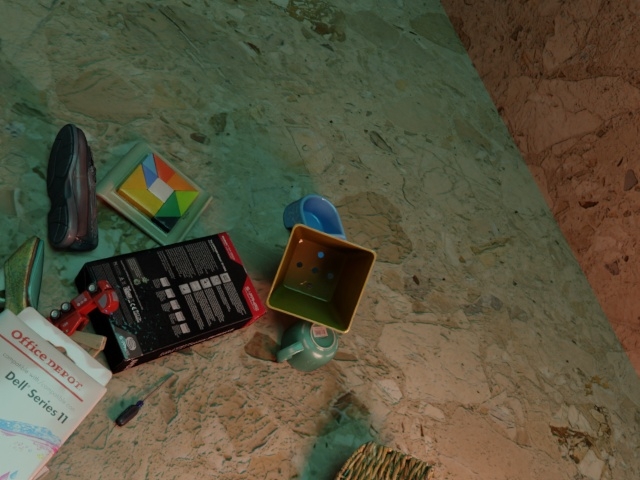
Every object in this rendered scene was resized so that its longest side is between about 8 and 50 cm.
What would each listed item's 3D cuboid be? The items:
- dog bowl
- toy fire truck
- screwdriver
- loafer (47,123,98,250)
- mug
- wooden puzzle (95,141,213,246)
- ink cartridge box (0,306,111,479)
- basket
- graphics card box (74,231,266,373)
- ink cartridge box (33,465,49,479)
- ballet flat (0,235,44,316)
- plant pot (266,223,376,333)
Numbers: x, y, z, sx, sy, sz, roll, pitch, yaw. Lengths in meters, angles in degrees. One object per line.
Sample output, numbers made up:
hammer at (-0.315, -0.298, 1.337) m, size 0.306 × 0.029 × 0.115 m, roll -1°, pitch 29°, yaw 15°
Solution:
dog bowl at (0.000, 0.000, 1.755) m, size 0.166 × 0.074 × 0.297 m, roll 3°, pitch 61°, yaw -37°
toy fire truck at (-0.467, 0.182, 1.211) m, size 0.192 × 0.047 × 0.135 m, roll -36°, pitch 78°, yaw -7°
screwdriver at (-0.363, 0.329, 1.293) m, size 0.024 × 0.025 × 0.170 m, roll 49°, pitch 35°, yaw 0°
loafer at (-0.550, -0.115, 1.395) m, size 0.095 × 0.109 × 0.302 m, roll 22°, pitch 54°, yaw -51°
mug at (-0.025, 0.262, 1.542) m, size 0.129 × 0.097 × 0.158 m, roll 39°, pitch 45°, yaw -11°
wooden puzzle at (-0.405, -0.119, 1.536) m, size 0.238 × 0.044 × 0.221 m, roll 37°, pitch 46°, yaw -12°
ink cartridge box at (-0.476, 0.252, 0.921) m, size 0.207 × 0.119 × 0.353 m, roll 41°, pitch 45°, yaw -8°
basket at (0.110, 0.644, 1.397) m, size 0.213 × 0.223 × 0.299 m, roll 16°, pitch 44°, yaw 13°
graphics card box at (-0.329, 0.128, 1.396) m, size 0.371 × 0.094 × 0.233 m, roll -15°, pitch 73°, yaw -44°
ink cartridge box at (-0.603, 0.275, 1.020) m, size 0.371 × 0.176 × 0.069 m, roll 50°, pitch 44°, yaw 0°
ballet flat at (-0.590, 0.142, 1.174) m, size 0.123 × 0.123 × 0.348 m, roll 9°, pitch 57°, yaw -34°
plant pot at (-0.005, 0.086, 1.562) m, size 0.212 × 0.187 × 0.212 m, roll 20°, pitch 92°, yaw -6°
